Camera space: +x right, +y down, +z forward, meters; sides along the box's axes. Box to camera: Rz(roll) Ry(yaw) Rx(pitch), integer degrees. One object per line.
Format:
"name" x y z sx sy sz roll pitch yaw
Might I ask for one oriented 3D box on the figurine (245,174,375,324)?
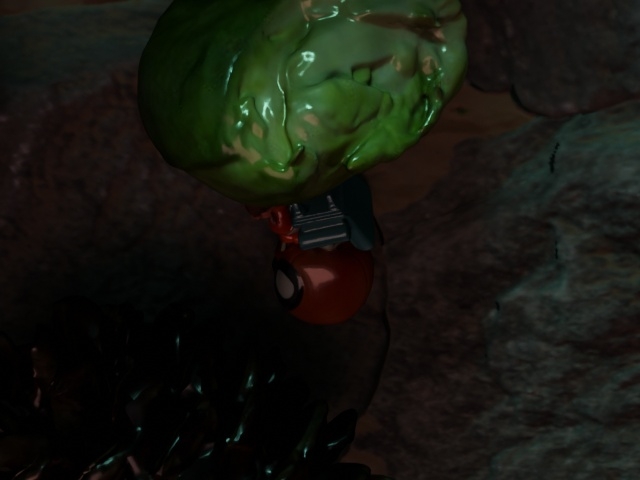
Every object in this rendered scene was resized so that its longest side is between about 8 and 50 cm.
"figurine" 0.000 0.000 1.147 0.075 0.068 0.140 -10 141 7

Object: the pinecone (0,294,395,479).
"pinecone" -0.127 0.165 1.192 0.298 0.242 0.296 -36 128 25

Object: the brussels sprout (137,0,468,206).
"brussels sprout" -0.015 -0.095 0.995 0.145 0.183 0.131 3 125 61
